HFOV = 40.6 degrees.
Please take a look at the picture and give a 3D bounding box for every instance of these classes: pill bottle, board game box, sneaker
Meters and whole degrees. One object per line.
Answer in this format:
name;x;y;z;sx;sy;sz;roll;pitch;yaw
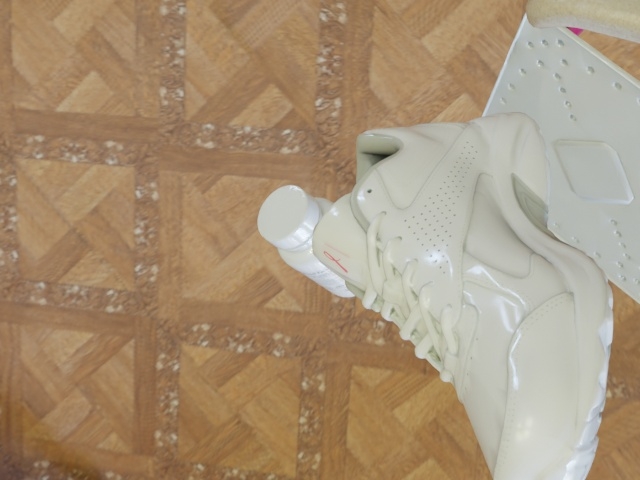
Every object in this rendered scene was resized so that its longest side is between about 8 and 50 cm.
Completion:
pill bottle;0.000;0.000;1.482;0.131;0.229;0.131;-18;57;29
board game box;0.417;-0.114;1.280;0.390;0.390;0.050;42;68;15
sneaker;0.054;0.021;0.387;0.115;0.232;0.090;2;124;-3

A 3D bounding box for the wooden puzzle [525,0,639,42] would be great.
wooden puzzle;0.303;-0.191;0.361;0.348;0.080;0.322;23;71;34
